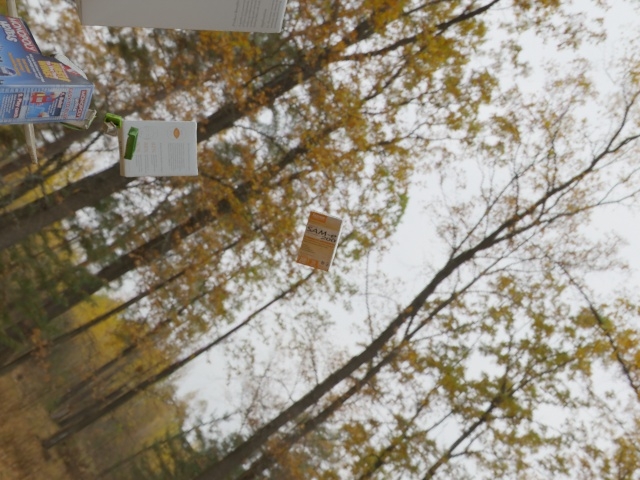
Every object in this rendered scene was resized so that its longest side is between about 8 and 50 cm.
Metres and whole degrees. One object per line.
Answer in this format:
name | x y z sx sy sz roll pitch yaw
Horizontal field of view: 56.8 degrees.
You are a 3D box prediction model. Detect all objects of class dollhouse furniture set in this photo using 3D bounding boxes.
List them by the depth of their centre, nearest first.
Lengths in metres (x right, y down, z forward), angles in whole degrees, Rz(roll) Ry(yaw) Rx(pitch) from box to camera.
dollhouse furniture set | -0.443 -0.215 1.175 0.076 0.152 0.058 -94 -156 -52

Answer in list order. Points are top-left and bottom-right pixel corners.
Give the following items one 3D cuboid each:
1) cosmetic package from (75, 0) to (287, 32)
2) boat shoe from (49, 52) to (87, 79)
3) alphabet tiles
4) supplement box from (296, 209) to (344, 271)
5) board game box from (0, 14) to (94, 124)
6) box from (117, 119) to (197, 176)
cosmetic package | -0.240 -0.490 1.034 0.197 0.366 0.155 112 -36 -44
boat shoe | -0.676 -0.452 1.589 0.038 0.046 0.125 22 -16 32
alphabet tiles | -0.534 -0.293 1.061 0.342 0.011 0.285 178 -94 -67
supplement box | 0.000 0.000 1.060 0.062 0.098 0.036 16 7 6
board game box | -0.396 -0.210 0.731 0.194 0.194 0.060 54 -53 30
box | -0.386 -0.218 1.405 0.091 0.171 0.130 17 -71 62
